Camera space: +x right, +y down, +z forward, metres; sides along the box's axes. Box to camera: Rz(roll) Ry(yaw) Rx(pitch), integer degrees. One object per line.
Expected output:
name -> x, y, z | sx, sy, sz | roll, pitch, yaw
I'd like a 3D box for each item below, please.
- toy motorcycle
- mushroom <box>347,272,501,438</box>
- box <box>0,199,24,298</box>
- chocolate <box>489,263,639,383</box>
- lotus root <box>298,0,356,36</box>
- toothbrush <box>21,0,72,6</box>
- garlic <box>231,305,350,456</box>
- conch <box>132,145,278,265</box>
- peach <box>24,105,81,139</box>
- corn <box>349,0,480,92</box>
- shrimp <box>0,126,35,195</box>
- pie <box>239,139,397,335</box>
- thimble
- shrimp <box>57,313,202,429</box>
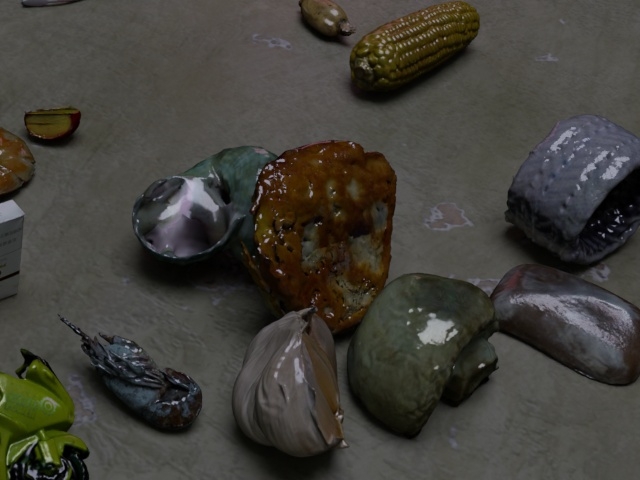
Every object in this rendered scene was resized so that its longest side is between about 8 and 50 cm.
toy motorcycle -> -0.437, 0.210, 1.556 | 0.342, 0.142, 0.206 | 11, 38, -7
mushroom -> 0.148, 0.123, 1.814 | 0.189, 0.164, 0.267 | 37, 45, 24
box -> -0.448, 0.022, 1.762 | 0.084, 0.154, 0.040 | -24, 57, -37
chocolate -> 0.384, 0.107, 1.967 | 0.254, 0.080, 0.157 | 26, 41, 15
lotus root -> 0.012, -0.431, 2.511 | 0.152, 0.063, 0.072 | 37, 35, 30
toothbrush -> -0.431, -0.463, 2.449 | 0.269, 0.021, 0.027 | -12, 51, -29
garlic -> -0.046, 0.186, 1.692 | 0.143, 0.178, 0.229 | -13, 15, 15
conch -> -0.133, -0.042, 1.924 | 0.277, 0.195, 0.220 | 22, 45, -15
peach -> -0.431, -0.187, 2.097 | 0.083, 0.050, 0.077 | -11, 21, -40
corn -> 0.179, -0.371, 2.449 | 0.120, 0.120, 0.363 | 33, 41, 21
shrimp -> -0.548, -0.099, 1.954 | 0.154, 0.062, 0.294 | 35, 42, 16
pie -> 0.001, 0.000, 1.862 | 0.085, 0.308, 0.308 | 2, 24, 44
thimble -> 0.426, -0.083, 2.111 | 0.245, 0.217, 0.157 | -37, 56, -25
shrimp -> -0.255, 0.164, 1.702 | 0.233, 0.090, 0.079 | 35, 76, 9
